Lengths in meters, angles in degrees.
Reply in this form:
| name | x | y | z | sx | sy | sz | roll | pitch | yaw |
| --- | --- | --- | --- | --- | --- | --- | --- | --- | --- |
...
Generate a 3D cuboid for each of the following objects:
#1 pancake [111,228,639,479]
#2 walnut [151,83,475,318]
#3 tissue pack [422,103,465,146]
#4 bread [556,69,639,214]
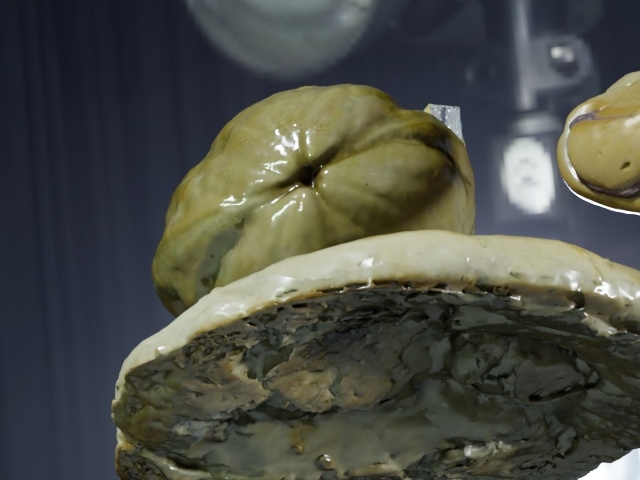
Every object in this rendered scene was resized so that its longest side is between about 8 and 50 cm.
| name | x | y | z | sx | sy | sz | roll | pitch | yaw |
| --- | --- | --- | --- | --- | --- | --- | --- | --- | --- |
| pancake | 0.052 | 0.096 | 1.258 | 0.386 | 0.082 | 0.387 | -6 | -30 | -3 |
| walnut | 0.000 | 0.000 | 1.480 | 0.283 | 0.227 | 0.283 | -21 | -21 | -8 |
| tissue pack | 0.092 | -0.070 | 1.618 | 0.035 | 0.063 | 0.083 | -3 | -14 | -17 |
| bread | 0.268 | -0.091 | 1.297 | 0.225 | 0.081 | 0.134 | -30 | 16 | -21 |
